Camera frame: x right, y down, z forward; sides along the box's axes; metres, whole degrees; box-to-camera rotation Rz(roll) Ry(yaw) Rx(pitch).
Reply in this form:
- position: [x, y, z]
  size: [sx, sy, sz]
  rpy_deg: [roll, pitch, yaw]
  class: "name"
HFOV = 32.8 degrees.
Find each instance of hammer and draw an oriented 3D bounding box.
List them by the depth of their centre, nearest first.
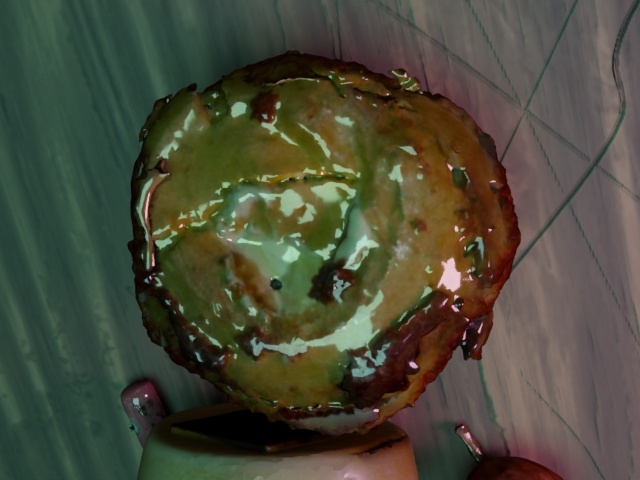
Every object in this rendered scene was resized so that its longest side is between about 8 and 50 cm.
- position: [-0.186, 0.191, 1.171]
  size: [0.043, 0.043, 0.083]
  rpy_deg: [-16, 108, 16]
  class: "hammer"

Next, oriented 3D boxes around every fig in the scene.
- position: [0.180, 0.274, 1.095]
  size: [0.150, 0.128, 0.128]
  rpy_deg: [23, 114, 23]
  class: "fig"

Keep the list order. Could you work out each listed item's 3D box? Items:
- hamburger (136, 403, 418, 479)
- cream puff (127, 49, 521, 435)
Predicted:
- position: [-0.039, 0.256, 1.040]
  size: [0.302, 0.302, 0.170]
  rpy_deg: [2, 93, 10]
  class: "hamburger"
- position: [0.000, 0.005, 0.964]
  size: [0.350, 0.228, 0.350]
  rpy_deg: [-1, 86, 8]
  class: "cream puff"
